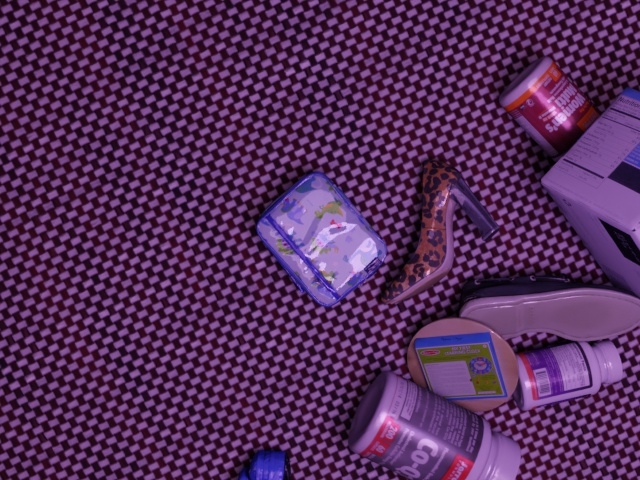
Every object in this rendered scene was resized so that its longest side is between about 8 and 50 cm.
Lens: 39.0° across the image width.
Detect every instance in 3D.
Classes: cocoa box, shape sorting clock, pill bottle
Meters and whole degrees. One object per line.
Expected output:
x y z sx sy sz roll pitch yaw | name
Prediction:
0.589 -0.047 1.541 0.228 0.231 0.347 -47 128 -1 | cocoa box
0.260 0.229 1.657 0.206 0.040 0.206 10 125 16 | shape sorting clock
0.208 0.367 1.641 0.283 0.161 0.161 27 92 -6 | pill bottle
0.453 0.244 1.680 0.193 0.108 0.108 -12 95 -4 | pill bottle
0.439 -0.217 1.638 0.221 0.121 0.121 44 90 -6 | pill bottle

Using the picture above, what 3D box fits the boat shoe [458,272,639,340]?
0.420 0.112 1.668 0.340 0.113 0.127 -6 127 3 | boat shoe

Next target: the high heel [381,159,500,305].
0.177 -0.016 1.669 0.261 0.093 0.186 -39 74 11 | high heel

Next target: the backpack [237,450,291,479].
-0.102 0.446 1.653 0.101 0.098 0.120 7 95 -5 | backpack

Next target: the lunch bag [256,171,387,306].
0.000 0.000 1.636 0.176 0.090 0.219 -39 95 2 | lunch bag
